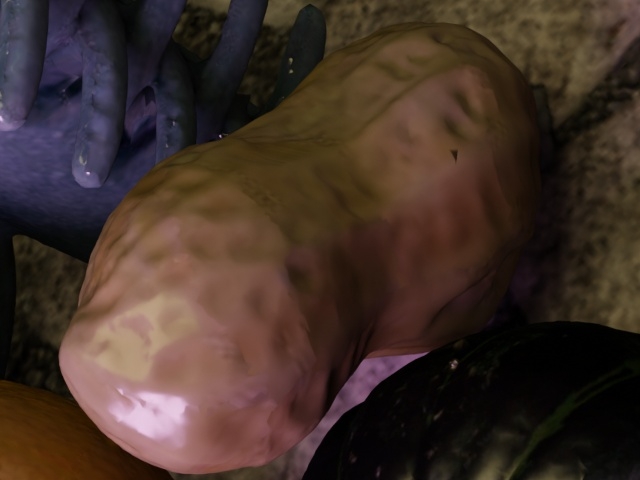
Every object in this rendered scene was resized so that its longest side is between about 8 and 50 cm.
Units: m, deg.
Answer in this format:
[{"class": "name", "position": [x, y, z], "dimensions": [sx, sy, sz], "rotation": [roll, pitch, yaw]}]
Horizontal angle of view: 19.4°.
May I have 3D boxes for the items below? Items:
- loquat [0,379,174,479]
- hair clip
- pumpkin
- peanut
[{"class": "loquat", "position": [-0.166, 0.191, 0.869], "dimensions": [0.275, 0.275, 0.274], "rotation": [-16, 59, 28]}, {"class": "hair clip", "position": [-0.161, -0.082, 0.964], "dimensions": [0.238, 0.318, 0.392], "rotation": [-4, 63, 30]}, {"class": "pumpkin", "position": [0.082, 0.156, 0.738], "dimensions": [0.250, 0.216, 0.249], "rotation": [1, 92, 39]}, {"class": "peanut", "position": [0.000, 0.000, 0.850], "dimensions": [0.149, 0.313, 0.149], "rotation": [19, 123, 32]}]
